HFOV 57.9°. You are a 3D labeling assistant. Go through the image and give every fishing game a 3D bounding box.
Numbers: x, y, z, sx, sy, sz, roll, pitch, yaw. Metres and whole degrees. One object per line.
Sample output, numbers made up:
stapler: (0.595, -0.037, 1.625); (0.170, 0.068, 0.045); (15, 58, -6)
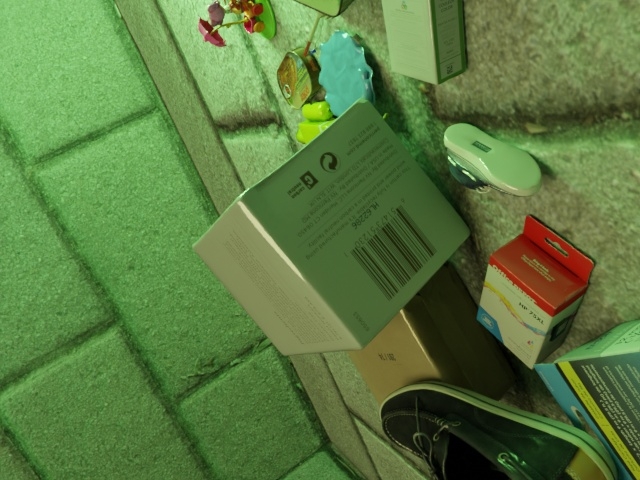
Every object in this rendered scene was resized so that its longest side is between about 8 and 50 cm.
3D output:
fishing game: (0.054, -0.318, 1.125); (0.264, 0.041, 0.189); (60, 155, 16)

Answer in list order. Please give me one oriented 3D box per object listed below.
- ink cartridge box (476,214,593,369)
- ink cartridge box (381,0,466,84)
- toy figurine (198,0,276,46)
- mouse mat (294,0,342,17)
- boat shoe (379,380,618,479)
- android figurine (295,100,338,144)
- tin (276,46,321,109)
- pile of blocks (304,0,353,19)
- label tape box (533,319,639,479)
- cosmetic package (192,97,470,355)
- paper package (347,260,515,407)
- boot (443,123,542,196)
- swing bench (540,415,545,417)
ink cartridge box: (0.338, 0.087, 0.934); (0.134, 0.078, 0.231); (46, 156, 36)
ink cartridge box: (0.143, -0.338, 0.824); (0.109, 0.062, 0.209); (38, 151, 48)
toy figurine: (-0.201, -0.508, 1.303); (0.130, 0.159, 0.173); (51, 159, 24)
mouse mat: (-0.020, -0.457, 0.900); (0.152, 0.007, 0.190); (27, 140, 9)
boat shoe: (0.254, 0.375, 1.020); (0.500, 0.156, 0.187); (-2, 119, 58)
android figurine: (0.031, -0.199, 1.330); (0.272, 0.056, 0.248); (22, 138, 62)
tin: (-0.049, -0.367, 1.318); (0.106, 0.040, 0.189); (64, 161, -1)
pile of blocks: (-0.049, -0.533, 0.949); (0.149, 0.112, 0.362); (33, 147, 53)
label tape box: (0.471, 0.229, 0.759); (0.249, 0.115, 0.348); (57, 165, 9)
cosmetic package: (0.000, 0.000, 1.151); (0.327, 0.329, 0.393); (50, 154, -6)
paper package: (0.212, 0.236, 1.273); (0.310, 0.168, 0.325); (60, 151, 0)
boot: (0.262, -0.103, 0.882); (0.190, 0.069, 0.086); (53, 169, 44)
swing bench: (0.375, 0.519, 1.214); (0.165, 0.253, 0.255); (55, 160, 14)
